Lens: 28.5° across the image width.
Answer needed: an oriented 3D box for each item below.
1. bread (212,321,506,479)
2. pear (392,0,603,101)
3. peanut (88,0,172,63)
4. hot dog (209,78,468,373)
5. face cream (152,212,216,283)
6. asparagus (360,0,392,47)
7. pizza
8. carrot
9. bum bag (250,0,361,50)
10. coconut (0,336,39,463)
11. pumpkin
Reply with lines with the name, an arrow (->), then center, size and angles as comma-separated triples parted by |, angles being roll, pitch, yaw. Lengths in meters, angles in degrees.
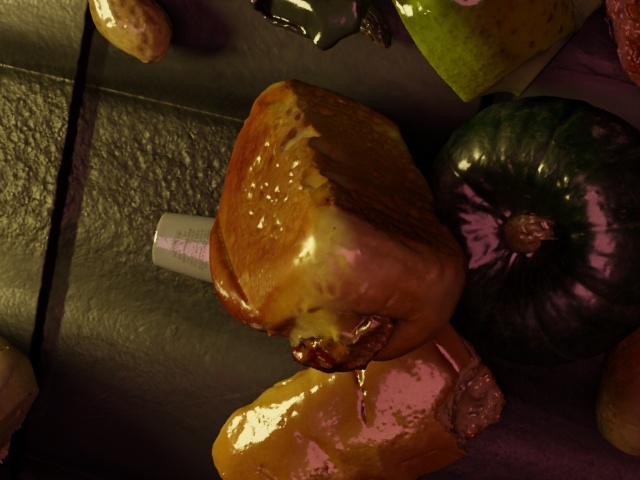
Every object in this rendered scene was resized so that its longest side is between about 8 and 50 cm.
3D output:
bread -> 0.045, 0.217, 1.509 | 0.344, 0.149, 0.195 | -34, 93, 14
pear -> 0.172, -0.293, 1.331 | 0.176, 0.282, 0.286 | -29, 94, 23
peanut -> -0.241, -0.299, 1.511 | 0.089, 0.089, 0.193 | -28, 98, 14
hot dog -> 0.002, 0.000, 1.363 | 0.185, 0.405, 0.223 | 22, 113, -22
face cream -> -0.104, 0.017, 1.553 | 0.198, 0.057, 0.084 | 13, 93, 7
asparagus -> 0.029, -0.290, 1.486 | 0.036, 0.030, 0.165 | -38, 89, -9
pizza -> 0.367, -0.268, 1.383 | 0.127, 0.058, 0.246 | -10, 96, -29
carrot -> 0.403, 0.101, 1.433 | 0.138, 0.139, 0.302 | 17, 97, 8
bum bag -> -0.009, -0.375, 1.426 | 0.142, 0.079, 0.326 | 0, 82, 27
coconut -> -0.519, 0.212, 1.554 | 0.254, 0.297, 0.297 | 33, 104, 4
pumpkin -> 0.242, -0.007, 1.384 | 0.300, 0.207, 0.300 | 5, 101, 29
